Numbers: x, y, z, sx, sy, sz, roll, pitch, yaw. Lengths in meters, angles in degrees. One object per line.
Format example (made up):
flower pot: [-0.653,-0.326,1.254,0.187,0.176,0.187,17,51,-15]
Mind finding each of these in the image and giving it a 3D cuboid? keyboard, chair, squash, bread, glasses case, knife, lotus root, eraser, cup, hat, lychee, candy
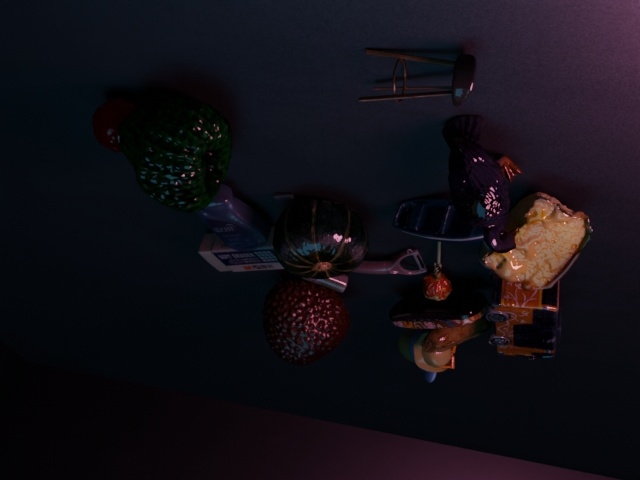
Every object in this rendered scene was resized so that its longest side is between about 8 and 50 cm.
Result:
keyboard: [-0.068,-0.073,1.969,0.055,0.014,0.176,0,149,24]
chair: [0.189,-0.298,1.375,0.222,0.104,0.095,6,177,25]
squash: [0.000,0.000,1.911,0.252,0.165,0.252,-1,150,-1]
bread: [0.502,-0.013,1.693,0.174,0.133,0.251,25,128,-2]
glasses case: [0.340,0.201,2.142,0.321,0.122,0.082,-8,111,45]
knife: [0.152,0.064,2.082,0.278,0.053,0.123,-1,143,25]
lotus root: [0.409,0.259,2.183,0.259,0.097,0.110,-19,157,-31]
eraser: [-0.208,0.026,2.142,0.279,0.081,0.124,-4,147,31]
cup: [0.450,0.020,1.833,0.102,0.074,0.099,9,151,9]
hat: [-0.378,-0.215,1.650,0.332,0.242,0.274,23,141,11]
lychee: [-0.048,0.250,2.293,0.276,0.275,0.304,-8,129,35]
candy: [0.324,0.068,2.004,0.084,0.078,0.287,-10,141,-3]

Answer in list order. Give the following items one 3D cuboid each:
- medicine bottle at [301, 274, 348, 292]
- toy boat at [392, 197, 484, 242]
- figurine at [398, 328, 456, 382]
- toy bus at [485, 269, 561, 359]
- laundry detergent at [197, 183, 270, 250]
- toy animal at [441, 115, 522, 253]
medicine bottle: [-0.016,0.100,2.212,0.199,0.057,0.057,21,151,-11]
toy boat: [0.306,-0.041,1.728,0.299,0.096,0.062,9,164,45]
figurine: [0.337,0.323,2.323,0.154,0.180,0.262,34,-172,-23]
toy bus: [0.559,0.192,2.010,0.194,0.161,0.323,1,147,17]
laundry detergent: [-0.266,-0.080,1.964,0.143,0.094,0.290,-3,148,36]
toy animal: [0.341,-0.115,1.532,0.122,0.185,0.298,-5,128,40]
